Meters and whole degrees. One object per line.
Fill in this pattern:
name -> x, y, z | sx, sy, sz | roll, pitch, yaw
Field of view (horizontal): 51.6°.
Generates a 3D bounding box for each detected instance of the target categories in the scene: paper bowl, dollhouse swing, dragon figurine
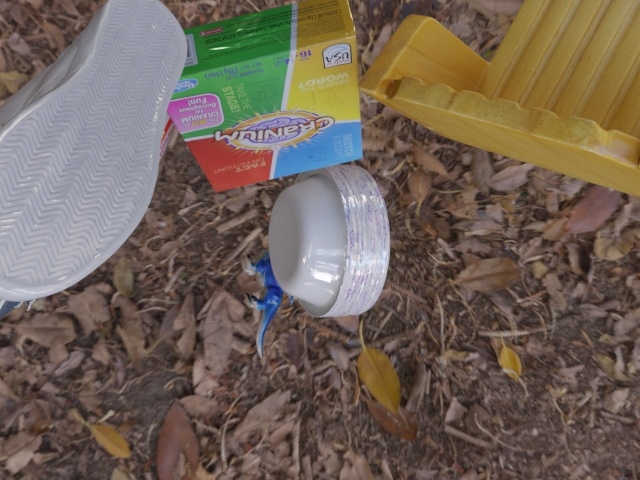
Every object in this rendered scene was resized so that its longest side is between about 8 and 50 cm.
paper bowl -> 0.000, 0.000, 1.224 | 0.148, 0.284, 0.285 | 0, 92, -25
dollhouse swing -> 0.299, -0.233, 0.740 | 0.346, 0.315, 0.305 | 27, 99, 37
dragon figurine -> -0.083, 0.091, 1.369 | 0.143, 0.085, 0.289 | -4, 79, -17

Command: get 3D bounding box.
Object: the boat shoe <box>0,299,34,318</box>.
boat shoe -> -0.597, 0.088, 1.283 | 0.254, 0.079, 0.095 | -45, 59, 34

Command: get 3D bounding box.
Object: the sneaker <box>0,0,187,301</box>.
sneaker -> -0.208, -0.055, 0.514 | 0.169, 0.293, 0.108 | -27, 126, 36

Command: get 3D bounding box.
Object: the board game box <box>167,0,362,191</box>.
board game box -> -0.068, -0.179, 0.888 | 0.242, 0.316, 0.064 | -13, 71, 1

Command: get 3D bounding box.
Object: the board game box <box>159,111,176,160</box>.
board game box -> -0.264, -0.215, 0.939 | 0.146, 0.045, 0.194 | 25, 87, -1
